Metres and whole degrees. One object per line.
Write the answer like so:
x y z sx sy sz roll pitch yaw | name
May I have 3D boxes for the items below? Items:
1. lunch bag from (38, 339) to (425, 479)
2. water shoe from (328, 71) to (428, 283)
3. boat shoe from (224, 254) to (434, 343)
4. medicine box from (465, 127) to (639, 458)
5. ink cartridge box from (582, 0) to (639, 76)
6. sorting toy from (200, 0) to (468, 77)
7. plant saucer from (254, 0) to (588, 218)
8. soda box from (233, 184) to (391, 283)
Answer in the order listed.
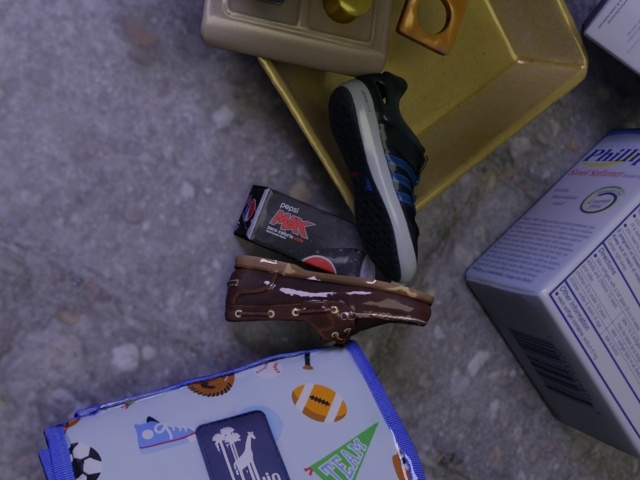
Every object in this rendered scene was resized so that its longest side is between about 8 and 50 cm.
-0.061 0.314 0.758 0.327 0.239 0.385 -12 85 -21 | lunch bag
0.073 -0.059 0.763 0.080 0.073 0.203 -23 107 -24 | water shoe
0.007 0.068 0.804 0.207 0.073 0.073 8 75 8 | boat shoe
0.367 0.053 0.951 0.289 0.149 0.263 -42 111 -14 | medicine box
0.390 -0.209 0.891 0.190 0.139 0.082 36 115 3 | ink cartridge box
-0.005 -0.257 0.717 0.347 0.047 0.196 6 94 -24 | sorting toy
0.081 -0.227 0.828 0.333 0.081 0.333 -38 109 -15 | plant saucer
0.000 0.000 0.835 0.169 0.053 0.060 22 87 -24 | soda box
